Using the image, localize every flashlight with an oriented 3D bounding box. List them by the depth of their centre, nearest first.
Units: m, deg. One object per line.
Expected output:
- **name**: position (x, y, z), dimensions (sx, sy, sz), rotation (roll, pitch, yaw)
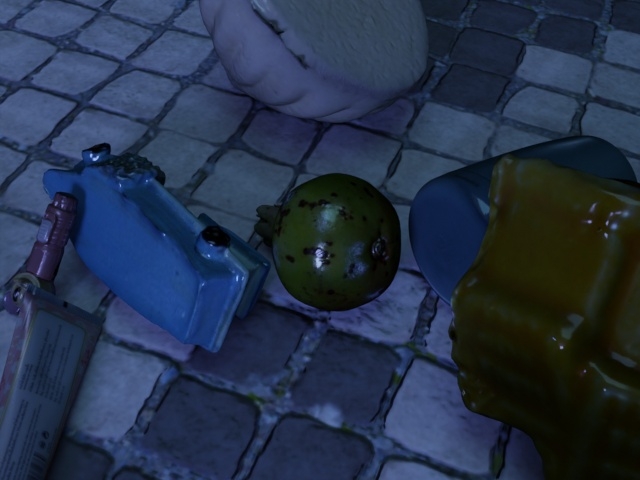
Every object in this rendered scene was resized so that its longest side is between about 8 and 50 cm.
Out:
- **flashlight**: position (-0.222, 0.014, 0.604), dimensions (0.052, 0.110, 0.031), rotation (22, 6, 16)

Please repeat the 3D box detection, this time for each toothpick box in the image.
- **toothpick box**: position (0.178, -0.022, 0.644), dimensions (0.184, 0.120, 0.120), rotation (-23, 53, -26)

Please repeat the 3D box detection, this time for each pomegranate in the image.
- **pomegranate**: position (0.000, 0.000, 0.628), dimensions (0.114, 0.115, 0.142), rotation (-37, 32, -31)

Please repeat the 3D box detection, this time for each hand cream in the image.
- **hand cream**: position (-0.207, 0.125, 0.531), dimensions (0.067, 0.043, 0.210), rotation (32, 40, -27)

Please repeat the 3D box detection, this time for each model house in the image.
- **model house**: position (0.215, 0.090, 0.522), dimensions (0.267, 0.173, 0.239), rotation (19, 91, 9)

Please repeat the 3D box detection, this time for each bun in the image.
- **bun**: position (-0.030, -0.224, 0.797), dimensions (0.263, 0.175, 0.263), rotation (20, 57, -33)

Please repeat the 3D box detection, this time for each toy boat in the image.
- **toy boat**: position (-0.138, -0.008, 0.629), dimensions (0.237, 0.109, 0.098), rotation (36, 25, 29)
